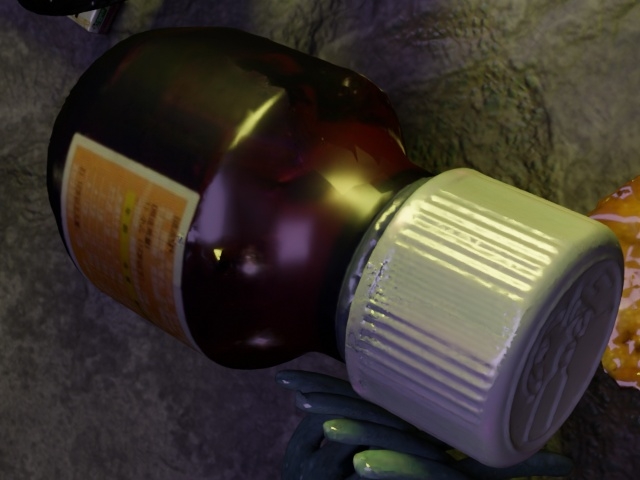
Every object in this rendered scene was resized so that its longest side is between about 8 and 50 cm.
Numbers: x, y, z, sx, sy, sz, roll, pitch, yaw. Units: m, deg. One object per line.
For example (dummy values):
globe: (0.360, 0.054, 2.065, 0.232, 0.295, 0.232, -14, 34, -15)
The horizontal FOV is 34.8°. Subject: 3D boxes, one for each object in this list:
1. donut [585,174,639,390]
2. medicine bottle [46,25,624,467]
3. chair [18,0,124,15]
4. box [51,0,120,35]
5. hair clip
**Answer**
donut: (0.362, 0.142, 0.756, 0.377, 0.163, 0.435, -11, 91, 22)
medicine bottle: (0.000, 0.000, 0.720, 0.395, 0.242, 0.243, 29, 108, 37)
chair: (-0.242, -0.420, 0.868, 0.226, 0.226, 0.401, -29, 86, 22)
box: (-0.286, -0.274, 1.007, 0.207, 0.041, 0.050, 34, 105, 13)
hair clip: (0.057, 0.243, 0.738, 0.392, 0.318, 0.239, 9, 96, -19)
